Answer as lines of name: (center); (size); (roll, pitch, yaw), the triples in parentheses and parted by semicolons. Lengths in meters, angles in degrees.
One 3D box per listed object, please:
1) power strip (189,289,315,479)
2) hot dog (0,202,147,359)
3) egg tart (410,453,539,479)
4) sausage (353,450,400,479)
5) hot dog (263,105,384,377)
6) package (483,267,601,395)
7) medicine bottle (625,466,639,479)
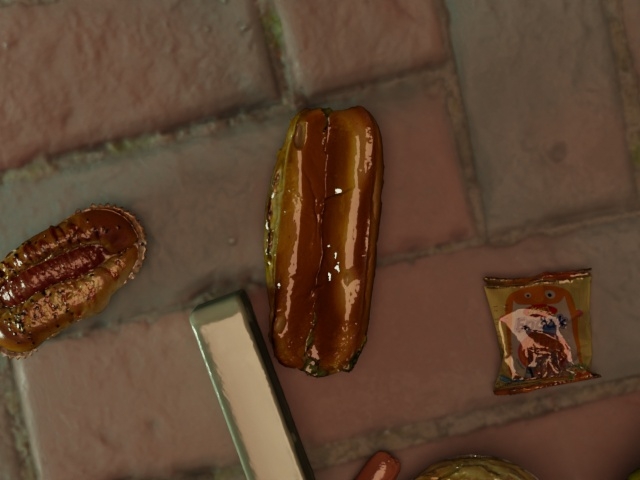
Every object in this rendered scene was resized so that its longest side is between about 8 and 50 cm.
power strip: (-0.036, 0.238, 1.800); (0.062, 0.091, 0.385); (-19, 94, 3)
hot dog: (-0.253, 0.036, 1.806); (0.192, 0.053, 0.099); (-34, 97, 5)
egg tart: (0.152, 0.321, 1.775); (0.234, 0.094, 0.234); (-11, 72, 37)
sausage: (0.047, 0.246, 1.827); (0.034, 0.034, 0.083); (35, 93, -2)
hot dog: (0.000, 0.000, 1.792); (0.115, 0.072, 0.269); (7, 95, -1)
package: (0.218, 0.089, 1.816); (0.108, 0.031, 0.120); (-6, 93, 1)
medicine bottle: (0.370, 0.305, 1.735); (0.224, 0.224, 0.384); (23, 94, -1)
